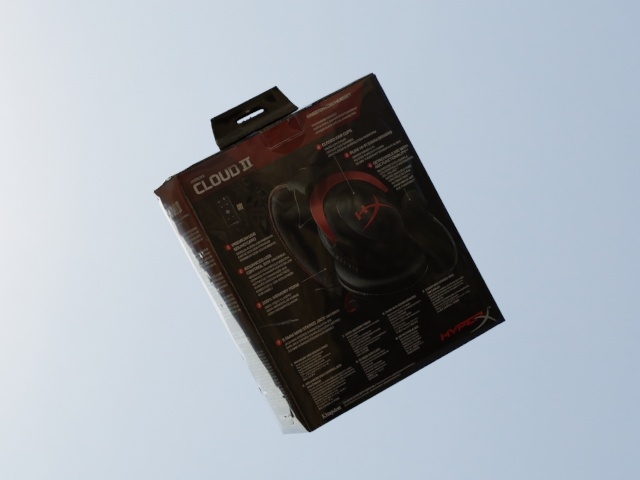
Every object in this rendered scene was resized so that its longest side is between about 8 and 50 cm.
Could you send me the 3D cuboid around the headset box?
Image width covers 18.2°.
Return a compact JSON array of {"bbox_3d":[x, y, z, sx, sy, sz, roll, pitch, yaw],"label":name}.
[{"bbox_3d":[0.000,0.000,1.835,0.293,0.218,0.110,61,-17,-2],"label":"headset box"}]
